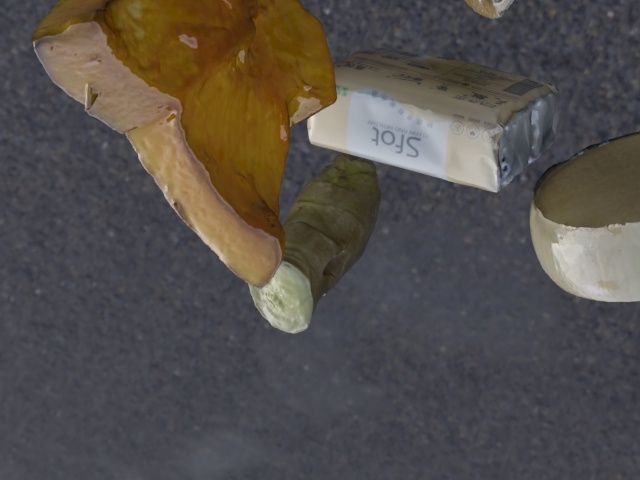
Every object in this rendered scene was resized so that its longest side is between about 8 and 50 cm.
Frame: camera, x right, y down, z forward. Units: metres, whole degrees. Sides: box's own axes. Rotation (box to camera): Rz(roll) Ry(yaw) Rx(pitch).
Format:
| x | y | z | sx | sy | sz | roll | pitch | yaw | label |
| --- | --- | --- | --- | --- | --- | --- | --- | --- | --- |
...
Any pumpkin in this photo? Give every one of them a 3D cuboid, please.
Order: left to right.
| x | y | z | sx | sy | sz | roll | pitch | yaw | label |
| --- | --- | --- | --- | --- | --- | --- | --- | --- | --- |
| -0.071 | -0.154 | 0.858 | 0.095 | 0.290 | 0.258 | -5 | 137 | 36 | pumpkin |

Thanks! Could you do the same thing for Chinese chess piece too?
| x | y | z | sx | sy | sz | roll | pitch | yaw | label |
| --- | --- | --- | --- | --- | --- | --- | --- | --- | --- |
| 0.350 | -0.032 | 1.279 | 0.249 | 0.250 | 0.103 | -2 | 118 | 39 | Chinese chess piece |

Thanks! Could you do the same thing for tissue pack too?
| x | y | z | sx | sy | sz | roll | pitch | yaw | label |
| --- | --- | --- | --- | --- | --- | --- | --- | --- | --- |
| 0.119 | -0.131 | 1.221 | 0.222 | 0.186 | 0.090 | 17 | 118 | 22 | tissue pack |

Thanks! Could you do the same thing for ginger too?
| x | y | z | sx | sy | sz | roll | pitch | yaw | label |
| --- | --- | --- | --- | --- | --- | --- | --- | --- | --- |
| 0.000 | 0.000 | 1.428 | 0.116 | 0.263 | 0.109 | -29 | 109 | 40 | ginger |

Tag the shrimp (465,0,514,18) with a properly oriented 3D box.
| x | y | z | sx | sy | sz | roll | pitch | yaw | label |
| --- | --- | --- | --- | --- | --- | --- | --- | --- | --- |
| 0.233 | -0.405 | 1.481 | 0.058 | 0.169 | 0.296 | -12 | 151 | -25 | shrimp |
